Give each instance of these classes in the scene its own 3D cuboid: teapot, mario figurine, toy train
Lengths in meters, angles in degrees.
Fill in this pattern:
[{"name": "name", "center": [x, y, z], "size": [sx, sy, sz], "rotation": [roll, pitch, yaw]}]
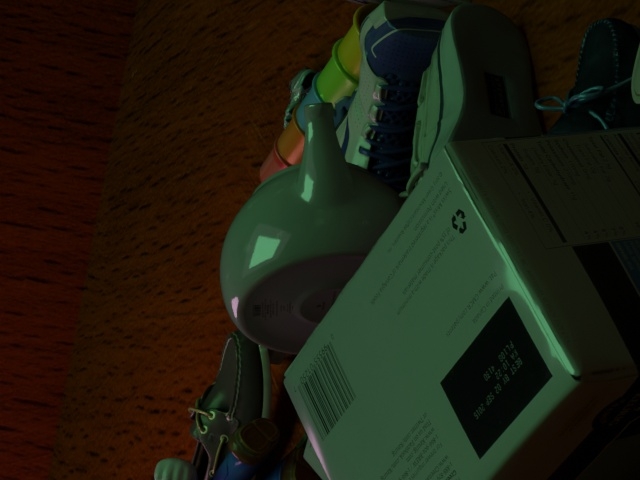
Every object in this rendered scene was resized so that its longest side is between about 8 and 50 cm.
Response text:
[{"name": "teapot", "center": [0.000, 0.000, 1.952], "size": [0.256, 0.252, 0.187], "rotation": [-33, 49, 30]}, {"name": "mario figurine", "center": [-0.135, 0.386, 2.247], "size": [0.320, 0.170, 0.198], "rotation": [-52, 57, 32]}, {"name": "toy train", "center": [-0.020, 0.268, 2.247], "size": [0.017, 0.024, 0.083], "rotation": [-101, 29, -48]}]

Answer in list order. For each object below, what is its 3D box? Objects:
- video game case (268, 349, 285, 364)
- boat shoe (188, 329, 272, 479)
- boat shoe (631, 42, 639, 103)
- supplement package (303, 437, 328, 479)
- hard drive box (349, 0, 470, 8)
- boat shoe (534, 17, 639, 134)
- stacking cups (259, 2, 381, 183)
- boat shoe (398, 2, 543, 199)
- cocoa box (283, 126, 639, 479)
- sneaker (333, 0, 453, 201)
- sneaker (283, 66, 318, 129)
[{"name": "video game case", "center": [-0.059, 0.039, 2.384], "size": [0.183, 0.023, 0.201], "rotation": [-66, 30, 24]}, {"name": "boat shoe", "center": [-0.132, 0.266, 2.375], "size": [0.116, 0.097, 0.324], "rotation": [-118, 33, -60]}, {"name": "boat shoe", "center": [0.342, -0.211, 1.441], "size": [0.095, 0.079, 0.254], "rotation": [-103, 34, -55]}, {"name": "supplement package", "center": [0.091, 0.213, 1.800], "size": [0.244, 0.134, 0.139], "rotation": [-142, 66, -69]}, {"name": "hard drive box", "center": [0.067, -0.347, 2.138], "size": [0.232, 0.181, 0.089], "rotation": [-170, 91, -71]}, {"name": "boat shoe", "center": [0.253, -0.093, 1.601], "size": [0.109, 0.089, 0.258], "rotation": [137, 140, -59]}, {"name": "stacking cups", "center": [0.020, -0.169, 2.275], "size": [0.316, 0.096, 0.096], "rotation": [125, 151, -44]}, {"name": "boat shoe", "center": [0.144, -0.078, 1.831], "size": [0.156, 0.136, 0.367], "rotation": [122, 156, -44]}, {"name": "cocoa box", "center": [0.166, 0.100, 1.441], "size": [0.231, 0.228, 0.347], "rotation": [64, 143, 27]}, {"name": "sneaker", "center": [0.089, -0.124, 2.054], "size": [0.315, 0.127, 0.182], "rotation": [116, 153, -55]}, {"name": "sneaker", "center": [-0.032, -0.208, 2.552], "size": [0.098, 0.038, 0.069], "rotation": [-64, 20, 9]}]
